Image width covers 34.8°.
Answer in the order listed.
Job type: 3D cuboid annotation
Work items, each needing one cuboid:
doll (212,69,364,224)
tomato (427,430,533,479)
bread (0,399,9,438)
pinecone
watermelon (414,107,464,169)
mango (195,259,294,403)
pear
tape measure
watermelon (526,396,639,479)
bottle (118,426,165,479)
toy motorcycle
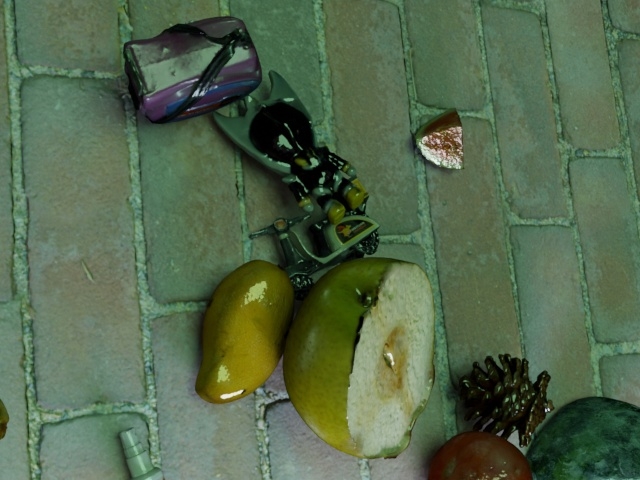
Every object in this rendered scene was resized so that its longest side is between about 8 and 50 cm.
[{"bbox_3d":[-0.049,-0.171,1.861,0.145,0.103,0.316,-44,80,5],"label":"doll"},{"bbox_3d":[0.298,0.461,1.881,0.184,0.208,0.208,36,64,-20],"label":"tomato"},{"bbox_3d":[-0.566,0.202,1.515,0.087,0.098,0.269,-35,99,12],"label":"bread"},{"bbox_3d":[0.357,0.308,1.980,0.195,0.150,0.179,30,66,-21],"label":"pinecone"},{"bbox_3d":[0.260,-0.222,2.080,0.125,0.094,0.135,25,63,-14],"label":"watermelon"},{"bbox_3d":[-0.133,0.157,1.758,0.157,0.109,0.262,28,86,-29],"label":"mango"},{"bbox_3d":[0.054,0.193,1.774,0.340,0.191,0.386,-56,146,-35],"label":"pear"},{"bbox_3d":[-0.217,-0.296,1.734,0.231,0.245,0.149,-22,89,-15],"label":"tape measure"},{"bbox_3d":[0.596,0.456,2.065,0.320,0.289,0.214,-33,126,-44],"label":"watermelon"},{"bbox_3d":[-0.275,0.407,1.652,0.060,0.060,0.217,-22,89,-32],"label":"bottle"},{"bbox_3d":[0.000,0.000,1.886,0.263,0.091,0.157,-33,88,-33],"label":"toy motorcycle"}]
